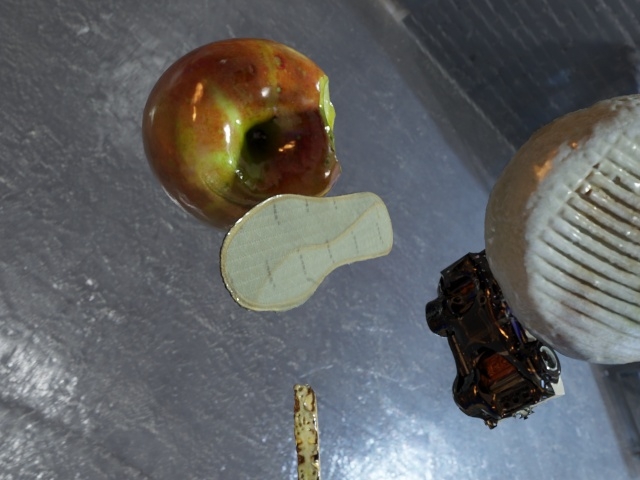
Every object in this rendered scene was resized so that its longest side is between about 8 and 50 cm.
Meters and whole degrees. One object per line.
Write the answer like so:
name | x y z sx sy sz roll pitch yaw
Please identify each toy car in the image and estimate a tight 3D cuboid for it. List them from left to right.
toy car | 0.300 0.159 1.238 0.118 0.193 0.301 11 52 -39

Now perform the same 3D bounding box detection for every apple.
apple | -0.131 -0.179 1.220 0.339 0.339 0.340 28 47 -35

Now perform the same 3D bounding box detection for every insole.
insole | 0.000 0.000 0.800 0.348 0.009 0.119 -16 92 -57

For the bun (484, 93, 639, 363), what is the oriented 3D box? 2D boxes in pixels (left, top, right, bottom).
bun | 0.389 -0.021 0.937 0.362 0.361 0.211 52 15 -10

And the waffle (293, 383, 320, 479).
waffle | -0.009 0.197 0.602 0.023 0.097 0.153 -1 77 -4
